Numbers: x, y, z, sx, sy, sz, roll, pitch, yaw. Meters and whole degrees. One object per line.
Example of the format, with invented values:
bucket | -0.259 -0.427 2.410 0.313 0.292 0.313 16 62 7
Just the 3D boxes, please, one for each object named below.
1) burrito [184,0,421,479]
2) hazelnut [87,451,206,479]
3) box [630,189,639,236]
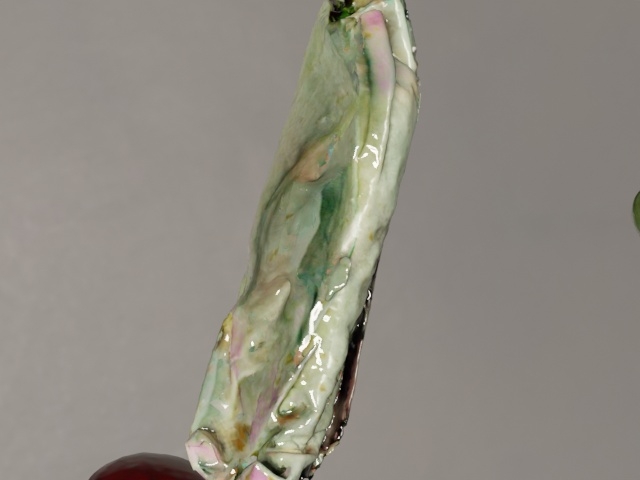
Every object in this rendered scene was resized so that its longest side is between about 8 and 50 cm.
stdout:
burrito | -0.001 0.000 1.073 0.096 0.066 0.309 5 76 46
hazelnut | -0.089 0.238 1.151 0.160 0.170 0.202 23 98 34
box | 0.389 0.067 1.318 0.253 0.328 0.178 -110 21 -53
